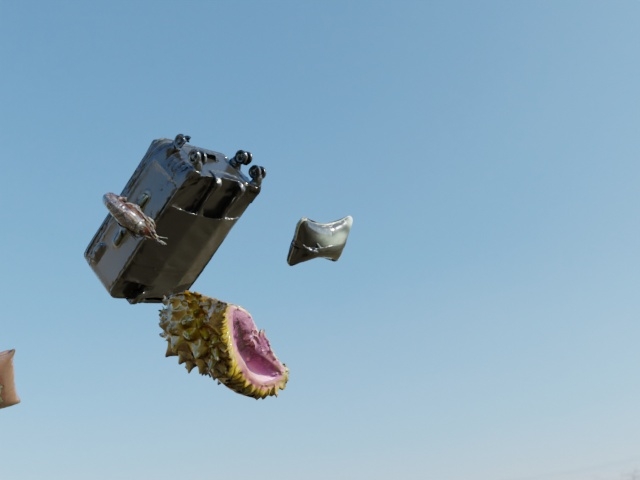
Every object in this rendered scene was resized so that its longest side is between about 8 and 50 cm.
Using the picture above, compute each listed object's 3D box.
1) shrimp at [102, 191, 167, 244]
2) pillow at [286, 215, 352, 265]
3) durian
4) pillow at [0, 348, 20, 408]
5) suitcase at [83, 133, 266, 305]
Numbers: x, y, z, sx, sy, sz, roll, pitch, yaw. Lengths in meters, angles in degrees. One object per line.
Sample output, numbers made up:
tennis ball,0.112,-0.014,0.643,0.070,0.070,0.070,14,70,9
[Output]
shrimp,-0.386,-0.040,1.634,0.056,0.065,0.165,-44,-61,0
pillow,-0.002,-0.001,1.407,0.055,0.091,0.136,2,6,44
durian,-0.185,0.203,1.395,0.191,0.112,0.341,0,-32,19
pillow,-0.953,0.412,2.188,0.223,0.084,0.236,-13,-41,-31
suitcase,-0.351,-0.049,1.843,0.283,0.194,0.434,8,-58,-55
